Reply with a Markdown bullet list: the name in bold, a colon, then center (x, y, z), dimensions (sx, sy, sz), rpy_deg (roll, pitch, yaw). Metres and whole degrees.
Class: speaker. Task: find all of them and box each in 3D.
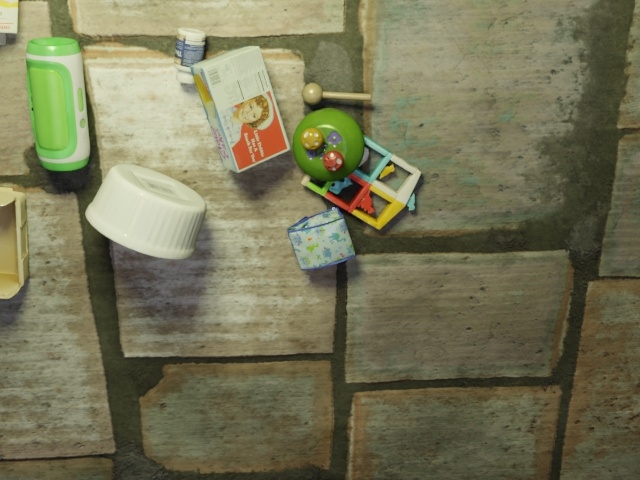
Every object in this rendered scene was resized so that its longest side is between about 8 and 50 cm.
- **speaker**: center (-0.617, -0.320, 1.775), dimensions (0.131, 0.131, 0.296), rpy_deg (1, 115, -4)

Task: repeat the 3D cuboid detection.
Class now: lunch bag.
- **lunch bag**: center (0.000, 0.000, 1.973), dimensions (0.151, 0.096, 0.128), rpy_deg (-21, 115, -4)

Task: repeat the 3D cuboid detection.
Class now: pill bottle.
- **pill bottle**: center (-0.309, -0.434, 1.770), dimensions (0.067, 0.067, 0.120), rpy_deg (9, 114, -7)

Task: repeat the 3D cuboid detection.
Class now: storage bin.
- **storage bin**: center (-0.891, 0.000, 1.908), dimensions (0.261, 0.123, 0.262), rpy_deg (5, 114, -5)

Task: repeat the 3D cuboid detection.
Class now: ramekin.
- **ramekin**: center (-0.412, -0.076, 1.824), dimensions (0.277, 0.277, 0.135), rpy_deg (23, 104, -13)

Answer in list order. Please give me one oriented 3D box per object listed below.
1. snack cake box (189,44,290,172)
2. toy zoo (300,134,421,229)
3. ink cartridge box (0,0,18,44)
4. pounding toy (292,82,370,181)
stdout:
- **snack cake box**: center (-0.188, -0.313, 1.791), dimensions (0.152, 0.089, 0.264), rpy_deg (-28, 117, -23)
- **toy zoo**: center (0.123, -0.154, 1.944), dimensions (0.293, 0.030, 0.192), rpy_deg (30, 110, -15)
- **ink cartridge box**: center (-0.740, -0.528, 1.674), dimensions (0.115, 0.067, 0.198), rpy_deg (-13, 124, -42)
- **pounding toy**: center (0.016, -0.250, 1.823), dimensions (0.183, 0.110, 0.236), rpy_deg (12, 107, 8)
